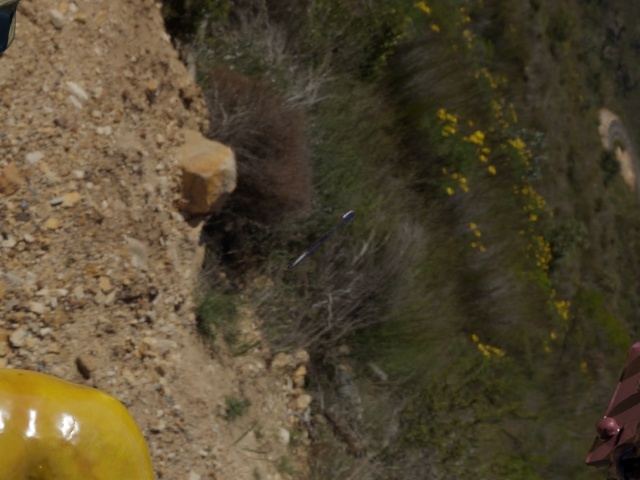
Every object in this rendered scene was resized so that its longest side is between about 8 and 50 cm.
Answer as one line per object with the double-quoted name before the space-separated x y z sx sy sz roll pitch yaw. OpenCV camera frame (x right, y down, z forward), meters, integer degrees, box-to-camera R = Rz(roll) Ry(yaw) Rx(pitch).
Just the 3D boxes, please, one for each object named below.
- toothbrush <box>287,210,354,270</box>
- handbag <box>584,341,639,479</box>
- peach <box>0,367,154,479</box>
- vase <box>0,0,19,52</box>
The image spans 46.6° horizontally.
"toothbrush" 0.000 0.000 0.820 0.006 0.097 0.008 46 6 -27
"handbag" 0.381 0.154 0.758 0.074 0.203 0.216 47 50 2
"peach" -0.264 0.230 0.623 0.251 0.153 0.251 2 87 -31
"vase" -0.804 -0.473 1.516 0.302 0.241 0.329 28 41 -19
